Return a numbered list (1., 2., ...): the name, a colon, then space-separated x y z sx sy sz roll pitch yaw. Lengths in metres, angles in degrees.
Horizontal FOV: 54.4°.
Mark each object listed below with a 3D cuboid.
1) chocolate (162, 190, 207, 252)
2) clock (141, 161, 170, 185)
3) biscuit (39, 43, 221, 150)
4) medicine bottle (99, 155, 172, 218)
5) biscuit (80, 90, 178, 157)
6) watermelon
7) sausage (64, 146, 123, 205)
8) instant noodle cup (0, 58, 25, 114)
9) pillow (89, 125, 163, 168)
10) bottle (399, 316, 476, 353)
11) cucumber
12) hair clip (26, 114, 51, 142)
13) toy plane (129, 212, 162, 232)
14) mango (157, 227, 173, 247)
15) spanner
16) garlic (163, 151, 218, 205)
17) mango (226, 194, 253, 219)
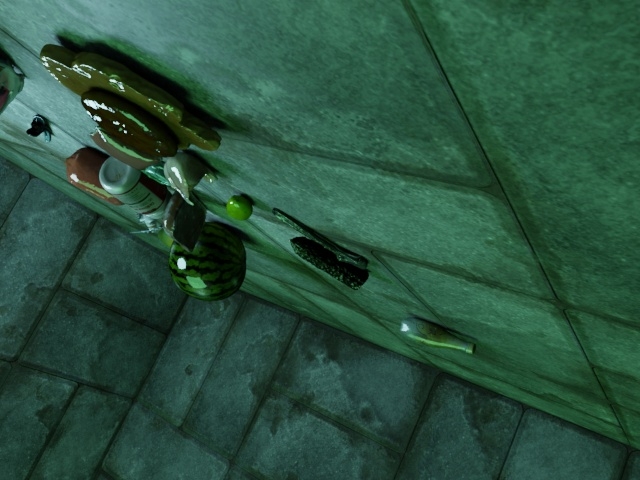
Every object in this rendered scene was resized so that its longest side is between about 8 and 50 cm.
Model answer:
1. chocolate: -0.446 -0.070 1.985 0.080 0.157 0.254 19 166 9
2. clock: -0.447 -0.191 1.761 0.135 0.041 0.101 13 162 46
3. biscuit: -0.360 -0.274 1.207 0.376 0.051 0.269 26 170 -1
4. medicine bottle: -0.552 -0.160 1.896 0.131 0.131 0.250 21 166 22
5. biscuit: -0.383 -0.228 1.249 0.212 0.036 0.212 24 167 6
6. watermelon: -0.402 0.071 2.232 0.285 0.285 0.285 24 168 6
7. sausage: -0.708 -0.205 2.025 0.254 0.148 0.148 30 167 -10
8. instant noodle cup: -0.869 -0.371 1.436 0.181 0.258 0.302 43 -149 1
9. pillow: -0.489 -0.239 1.563 0.171 0.075 0.179 31 166 -24
10. bottle: 0.407 0.337 2.166 0.270 0.083 0.083 16 165 32
11. cucumber: 0.021 0.057 1.802 0.300 0.072 0.072 33 166 -32
12. hair clip: -0.880 -0.346 1.982 0.039 0.070 0.229 24 176 -10
13. toy plane: -0.736 -0.101 2.703 0.182 0.107 0.273 -14 -163 0
14. mango: -0.598 -0.010 2.624 0.156 0.114 0.251 5 175 -35
15. spanner: 0.000 0.000 1.707 0.325 0.026 0.093 32 166 -22
16. garlic: -0.338 -0.163 1.550 0.124 0.099 0.174 47 161 -22
17. mango: -0.220 -0.091 1.691 0.073 0.056 0.108 18 164 7
